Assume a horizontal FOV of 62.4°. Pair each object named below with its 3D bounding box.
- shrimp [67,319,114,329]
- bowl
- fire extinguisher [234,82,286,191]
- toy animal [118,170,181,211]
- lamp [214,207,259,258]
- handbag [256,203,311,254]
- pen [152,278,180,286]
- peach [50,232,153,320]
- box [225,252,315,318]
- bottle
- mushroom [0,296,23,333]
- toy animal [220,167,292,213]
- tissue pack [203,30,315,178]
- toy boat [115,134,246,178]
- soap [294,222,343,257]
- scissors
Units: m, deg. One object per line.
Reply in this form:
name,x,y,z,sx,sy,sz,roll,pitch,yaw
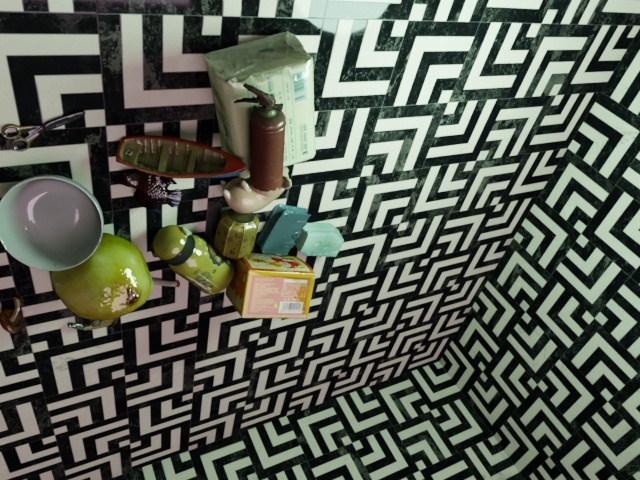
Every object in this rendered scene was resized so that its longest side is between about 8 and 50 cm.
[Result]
shrimp,-0.905,0.302,2.054,0.150,0.051,0.217,-31,147,8
bowl,-0.802,-0.064,1.595,0.287,0.144,0.286,-5,108,-15
fire extinguisher,-0.176,-0.302,1.547,0.148,0.106,0.336,5,135,-2
toy animal,-0.555,-0.175,1.725,0.180,0.116,0.218,3,136,-40
lamp,-0.321,-0.028,2.024,0.162,0.161,0.184,-9,134,-30
handbag,-0.151,-0.040,2.217,0.179,0.062,0.229,7,128,-41
pen,-0.666,0.163,2.090,0.239,0.028,0.028,12,124,-44
peach,-0.728,0.116,1.771,0.315,0.315,0.281,-7,121,-21
box,-0.209,0.175,2.149,0.284,0.259,0.213,6,104,-26
bottle,-0.485,0.065,1.996,0.172,0.171,0.351,-37,143,4
mushroom,-1.084,0.259,1.860,0.088,0.073,0.129,9,88,-66
toy animal,-0.228,-0.192,1.912,0.250,0.166,0.154,-26,135,7
tissue pack,-0.178,-0.415,1.661,0.298,0.207,0.380,-20,141,-18
toy boat,-0.426,-0.246,1.642,0.393,0.136,0.079,8,162,-5
soap,0.000,0.000,2.351,0.231,0.091,0.145,0,132,-35
scissors,-0.771,-0.320,1.488,0.220,0.017,0.088,-25,139,-12
